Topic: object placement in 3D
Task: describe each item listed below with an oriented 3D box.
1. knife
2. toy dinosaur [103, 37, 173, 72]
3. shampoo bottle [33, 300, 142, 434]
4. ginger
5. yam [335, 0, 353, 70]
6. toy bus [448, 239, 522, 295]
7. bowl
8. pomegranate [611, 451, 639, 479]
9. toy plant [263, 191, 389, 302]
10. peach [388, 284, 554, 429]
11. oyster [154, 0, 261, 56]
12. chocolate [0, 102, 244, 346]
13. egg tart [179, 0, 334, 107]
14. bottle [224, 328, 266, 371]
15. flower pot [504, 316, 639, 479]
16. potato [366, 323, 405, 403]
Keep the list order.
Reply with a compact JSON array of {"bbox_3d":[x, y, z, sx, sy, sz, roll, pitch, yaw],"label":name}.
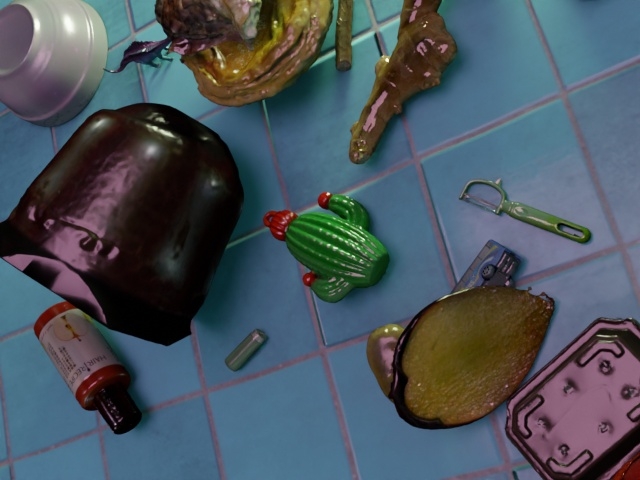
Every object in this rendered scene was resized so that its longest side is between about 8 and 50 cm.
[{"bbox_3d":[0.310,-0.049,1.277,0.212,0.015,0.054,26,86,31],"label":"knife"},{"bbox_3d":[-0.338,-0.367,1.660,0.197,0.080,0.045,-18,75,26],"label":"toy dinosaur"},{"bbox_3d":[-0.426,0.242,1.585,0.104,0.104,0.278,-49,63,13],"label":"shampoo bottle"},{"bbox_3d":[0.134,-0.274,1.378,0.148,0.081,0.333,36,104,30],"label":"ginger"},{"bbox_3d":[0.042,-0.368,1.476,0.032,0.032,0.145,-3,79,29],"label":"yam"},{"bbox_3d":[0.236,0.073,1.272,0.153,0.051,0.061,-55,31,10],"label":"toy bus"},{"bbox_3d":[-0.599,-0.394,1.776,0.287,0.144,0.287,-6,77,29],"label":"bowl"},{"bbox_3d":[0.462,0.331,1.018,0.235,0.210,0.210,-34,61,-18],"label":"pomegranate"},{"bbox_3d":[0.013,-0.005,1.398,0.155,0.088,0.240,-38,53,5],"label":"toy plant"},{"bbox_3d":[0.212,0.154,1.229,0.279,0.068,0.189,-29,107,-9],"label":"peach"},{"bbox_3d":[-0.197,-0.409,1.422,0.271,0.100,0.275,-28,64,45],"label":"oyster"},{"bbox_3d":[-0.295,-0.058,1.426,0.384,0.384,0.331,37,98,29],"label":"chocolate"},{"bbox_3d":[-0.097,-0.387,1.490,0.352,0.150,0.352,-10,72,31],"label":"egg tart"},{"bbox_3d":[-0.129,0.189,1.470,0.083,0.030,0.030,-47,63,13],"label":"bottle"},{"bbox_3d":[0.366,0.228,1.155,0.251,0.084,0.179,-47,62,15],"label":"flower pot"},{"bbox_3d":[0.126,0.194,1.303,0.091,0.070,0.138,-33,66,19],"label":"potato"}]
